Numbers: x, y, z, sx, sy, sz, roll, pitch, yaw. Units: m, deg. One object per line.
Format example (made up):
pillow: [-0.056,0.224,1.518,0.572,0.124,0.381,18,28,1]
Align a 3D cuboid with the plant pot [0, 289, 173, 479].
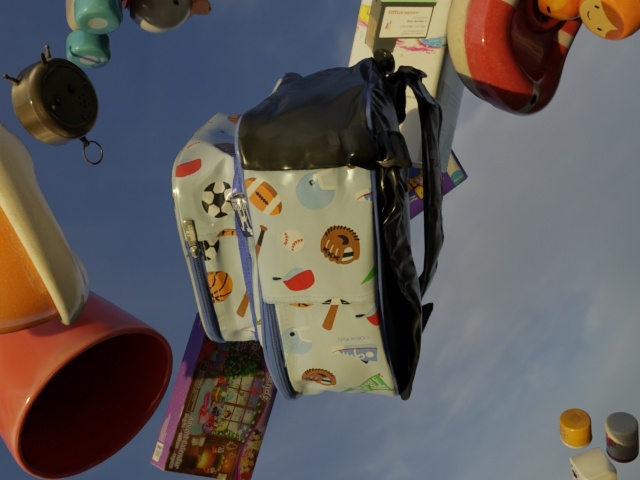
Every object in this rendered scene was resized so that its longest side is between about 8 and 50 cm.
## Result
plant pot: [-0.403,0.180,1.267,0.275,0.243,0.274,-37,-34,-31]

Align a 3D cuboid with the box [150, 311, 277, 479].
box: [-0.184,0.302,1.597,0.201,0.057,0.293,22,-99,-38]

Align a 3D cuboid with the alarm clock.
alarm clock: [-0.394,-0.200,1.301,0.192,0.064,0.129,61,-142,-27]

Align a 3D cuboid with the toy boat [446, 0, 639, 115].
toy boat: [0.222,-0.219,0.751,0.151,0.151,0.231,12,-74,-47]

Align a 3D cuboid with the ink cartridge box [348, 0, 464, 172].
ink cartridge box: [0.120,-0.236,1.065,0.201,0.117,0.278,-3,-75,-73]

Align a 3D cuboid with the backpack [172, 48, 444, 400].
backpack: [0.000,0.000,0.700,0.276,0.213,0.263,-63,-38,-65]

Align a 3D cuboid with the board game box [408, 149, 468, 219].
board game box: [0.056,-0.049,1.433,0.233,0.347,0.078,-35,-82,-27]

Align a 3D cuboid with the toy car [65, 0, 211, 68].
toy car: [-0.290,-0.412,1.373,0.238,0.219,0.210,0,-18,-23]

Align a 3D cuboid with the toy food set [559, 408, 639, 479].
toy food set: [0.374,0.306,1.005,0.111,0.232,0.104,-19,-58,-7]

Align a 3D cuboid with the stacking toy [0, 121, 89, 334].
stacking toy: [-0.530,0.038,0.891,0.480,0.350,0.350,-31,-40,-19]
